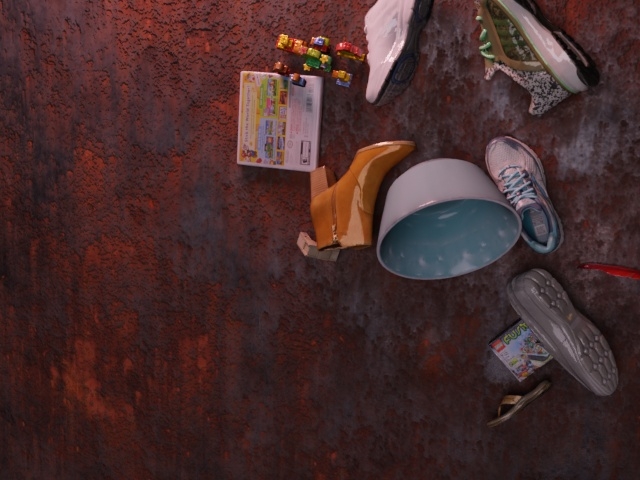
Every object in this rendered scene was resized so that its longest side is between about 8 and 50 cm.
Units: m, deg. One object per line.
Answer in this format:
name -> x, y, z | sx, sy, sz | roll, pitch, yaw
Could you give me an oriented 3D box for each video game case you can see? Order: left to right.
video game case -> -0.098, -0.286, 1.964 | 0.207, 0.026, 0.226 | 8, 103, 17

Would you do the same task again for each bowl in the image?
bowl -> 0.263, -0.062, 1.767 | 0.312, 0.311, 0.163 | -21, 55, 21

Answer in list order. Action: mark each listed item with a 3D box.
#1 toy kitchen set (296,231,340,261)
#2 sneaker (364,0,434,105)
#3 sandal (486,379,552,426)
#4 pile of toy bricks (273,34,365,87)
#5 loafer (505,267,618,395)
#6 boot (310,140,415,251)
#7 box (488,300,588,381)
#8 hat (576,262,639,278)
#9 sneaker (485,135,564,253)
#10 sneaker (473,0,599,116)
toy kitchen set -> 0.000, 0.000, 1.982 | 0.083, 0.075, 0.068 | 11, 111, -25
sneaker -> 0.155, -0.447, 1.822 | 0.129, 0.111, 0.297 | 24, 103, 29
sandal -> 0.452, 0.368, 1.884 | 0.180, 0.072, 0.049 | -43, 70, 19
pile of toy bricks -> -0.017, -0.414, 1.854 | 0.212, 0.105, 0.118 | 17, 86, 15
loafer -> 0.524, 0.203, 1.776 | 0.319, 0.112, 0.111 | 55, 147, 2
boot -> 0.105, -0.093, 1.864 | 0.295, 0.104, 0.211 | -19, 74, 32
box -> 0.496, 0.215, 1.853 | 0.207, 0.036, 0.114 | -44, 85, 21
hat -> 0.715, 0.038, 1.755 | 0.209, 0.183, 0.172 | 6, 115, -25
sneaker -> 0.445, -0.099, 1.765 | 0.110, 0.122, 0.283 | -29, 91, 20
sneaker -> 0.384, -0.424, 1.722 | 0.410, 0.158, 0.182 | 50, 123, 8
